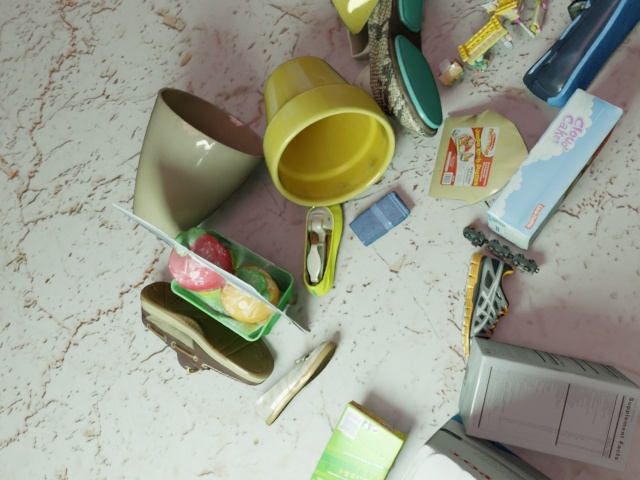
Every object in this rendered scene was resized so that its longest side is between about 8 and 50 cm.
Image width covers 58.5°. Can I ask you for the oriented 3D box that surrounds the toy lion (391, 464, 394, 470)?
[{"bbox_3d":[0.077,0.430,1.103,0.100,0.034,0.096,45,102,21],"label":"toy lion"}]

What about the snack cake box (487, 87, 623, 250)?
[{"bbox_3d":[0.414,-0.120,1.028,0.089,0.152,0.264,37,92,21],"label":"snack cake box"}]

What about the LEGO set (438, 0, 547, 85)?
[{"bbox_3d":[0.364,-0.423,1.155,0.286,0.107,0.132,-62,33,4],"label":"LEGO set"}]

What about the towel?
[{"bbox_3d":[0.123,-0.044,1.180,0.119,0.029,0.067,-36,70,8],"label":"towel"}]

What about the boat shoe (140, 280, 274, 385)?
[{"bbox_3d":[-0.254,0.220,1.227,0.342,0.123,0.123,28,119,15],"label":"boat shoe"}]

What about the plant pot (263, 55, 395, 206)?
[{"bbox_3d":[-0.009,-0.238,1.160,0.254,0.254,0.238,-31,54,11],"label":"plant pot"}]

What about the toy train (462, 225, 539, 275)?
[{"bbox_3d":[0.342,0.021,1.088,0.158,0.036,0.027,33,78,23],"label":"toy train"}]

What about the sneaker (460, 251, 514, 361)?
[{"bbox_3d":[0.305,0.130,1.057,0.083,0.084,0.214,8,83,11],"label":"sneaker"}]

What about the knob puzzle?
[{"bbox_3d":[0.316,-0.159,1.112,0.213,0.030,0.213,-16,66,39],"label":"knob puzzle"}]

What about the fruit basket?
[{"bbox_3d":[-0.190,0.054,1.100,0.327,0.353,0.165,28,73,23],"label":"fruit basket"}]

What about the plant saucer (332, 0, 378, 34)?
[{"bbox_3d":[0.077,-0.651,1.151,0.332,0.081,0.332,-53,42,41],"label":"plant saucer"}]

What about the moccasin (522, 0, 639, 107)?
[{"bbox_3d":[0.508,-0.419,1.064,0.117,0.138,0.342,41,96,33],"label":"moccasin"}]

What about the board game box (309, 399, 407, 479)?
[{"bbox_3d":[0.053,0.446,1.080,0.124,0.039,0.259,30,101,23],"label":"board game box"}]

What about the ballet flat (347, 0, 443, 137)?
[{"bbox_3d":[0.142,-0.405,1.197,0.182,0.164,0.482,-18,67,37],"label":"ballet flat"}]

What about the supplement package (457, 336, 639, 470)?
[{"bbox_3d":[0.367,0.262,0.940,0.244,0.134,0.138,12,95,7],"label":"supplement package"}]

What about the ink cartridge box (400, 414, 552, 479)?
[{"bbox_3d":[0.260,0.424,0.843,0.286,0.395,0.166,33,91,22],"label":"ink cartridge box"}]

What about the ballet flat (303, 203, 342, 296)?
[{"bbox_3d":[0.000,0.000,1.188,0.077,0.077,0.230,1,79,20],"label":"ballet flat"}]

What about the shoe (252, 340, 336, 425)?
[{"bbox_3d":[-0.054,0.278,1.152,0.058,0.076,0.219,43,97,16],"label":"shoe"}]

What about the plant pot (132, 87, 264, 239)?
[{"bbox_3d":[-0.292,-0.145,1.249,0.256,0.257,0.274,42,110,21],"label":"plant pot"}]
